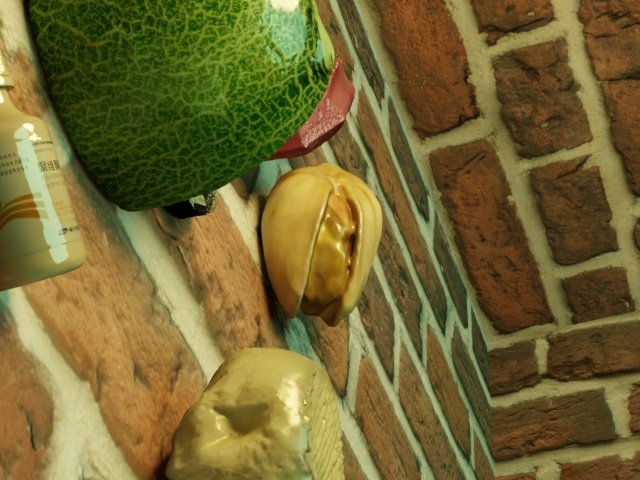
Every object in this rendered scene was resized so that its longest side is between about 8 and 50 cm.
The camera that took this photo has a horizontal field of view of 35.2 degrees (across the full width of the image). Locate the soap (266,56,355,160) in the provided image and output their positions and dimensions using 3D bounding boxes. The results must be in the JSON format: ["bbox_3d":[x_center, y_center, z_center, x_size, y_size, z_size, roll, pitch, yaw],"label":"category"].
[{"bbox_3d":[-0.059,-0.264,1.934,0.325,0.220,0.127,-75,155,-60],"label":"soap"}]

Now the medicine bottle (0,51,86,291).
[{"bbox_3d":[-0.331,-0.078,1.049,0.114,0.114,0.252,-29,103,-73],"label":"medicine bottle"}]

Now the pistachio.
[{"bbox_3d":[0.000,0.000,1.891,0.238,0.229,0.321,116,-19,-61],"label":"pistachio"}]

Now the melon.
[{"bbox_3d":[-0.165,-0.234,1.345,0.226,0.344,0.331,-48,119,-75],"label":"melon"}]

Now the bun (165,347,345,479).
[{"bbox_3d":[-0.084,0.322,1.368,0.360,0.211,0.359,-5,90,-80],"label":"bun"}]

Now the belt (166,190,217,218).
[{"bbox_3d":[-0.211,-0.091,1.551,0.140,0.058,0.105,62,27,-49],"label":"belt"}]
